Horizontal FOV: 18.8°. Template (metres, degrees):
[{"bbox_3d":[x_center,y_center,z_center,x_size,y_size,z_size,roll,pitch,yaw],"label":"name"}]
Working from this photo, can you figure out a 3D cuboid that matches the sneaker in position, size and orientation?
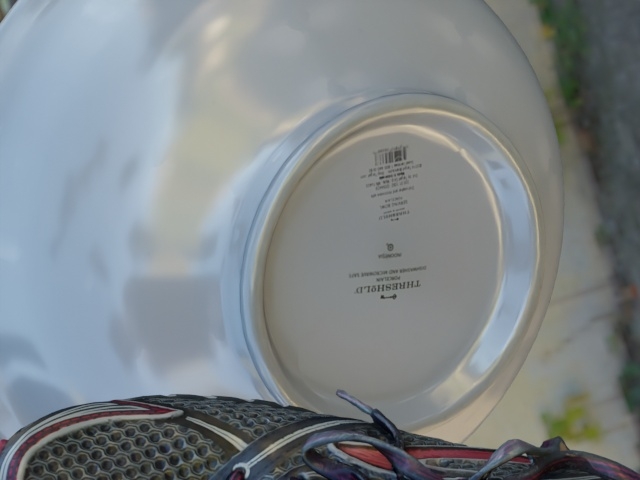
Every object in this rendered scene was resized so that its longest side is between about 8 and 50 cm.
[{"bbox_3d":[0.035,0.102,0.630,0.112,0.299,0.121,96,-176,-61],"label":"sneaker"}]

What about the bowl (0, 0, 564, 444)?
[{"bbox_3d":[0.000,0.000,0.816,0.134,0.298,0.298,22,131,56],"label":"bowl"}]
